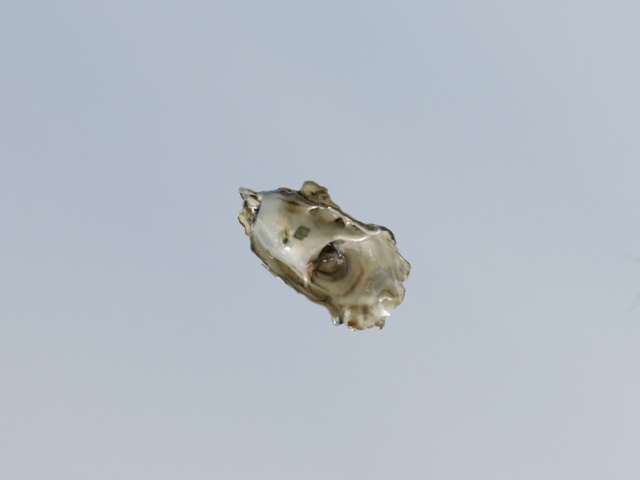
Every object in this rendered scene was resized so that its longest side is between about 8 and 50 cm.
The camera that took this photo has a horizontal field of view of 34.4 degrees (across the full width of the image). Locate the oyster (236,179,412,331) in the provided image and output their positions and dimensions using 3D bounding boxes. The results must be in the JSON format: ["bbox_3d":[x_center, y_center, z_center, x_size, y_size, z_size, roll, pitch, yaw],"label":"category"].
[{"bbox_3d":[0.000,-0.001,0.840,0.166,0.108,0.053,33,-133,2],"label":"oyster"}]
